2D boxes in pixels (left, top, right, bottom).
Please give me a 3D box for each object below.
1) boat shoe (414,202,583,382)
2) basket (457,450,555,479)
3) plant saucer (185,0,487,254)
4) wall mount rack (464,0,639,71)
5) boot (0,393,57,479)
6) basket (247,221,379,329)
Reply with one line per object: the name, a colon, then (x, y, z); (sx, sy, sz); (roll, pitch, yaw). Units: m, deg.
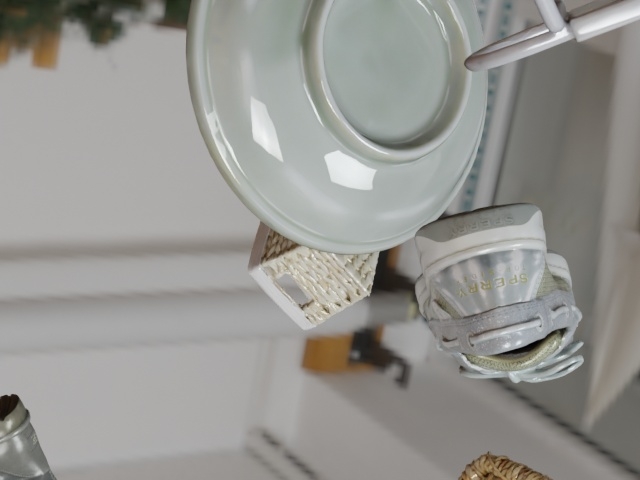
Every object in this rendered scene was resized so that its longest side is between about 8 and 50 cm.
boat shoe: (0.133, 0.059, 1.268); (0.118, 0.103, 0.320); (-12, 164, 4)
basket: (0.190, 0.346, 1.382); (0.213, 0.223, 0.299); (-43, -139, -16)
plant saucer: (0.050, -0.186, 1.823); (0.400, 0.400, 0.100); (-3, 179, -38)
wall mount rack: (0.245, -0.231, 1.246); (0.350, 0.130, 0.304); (-21, -173, 12)
boot: (-0.265, 0.243, 1.402); (0.190, 0.208, 0.076); (-19, -156, 14)
basket: (0.000, 0.000, 2.017); (0.113, 0.103, 0.167); (47, -147, -26)
